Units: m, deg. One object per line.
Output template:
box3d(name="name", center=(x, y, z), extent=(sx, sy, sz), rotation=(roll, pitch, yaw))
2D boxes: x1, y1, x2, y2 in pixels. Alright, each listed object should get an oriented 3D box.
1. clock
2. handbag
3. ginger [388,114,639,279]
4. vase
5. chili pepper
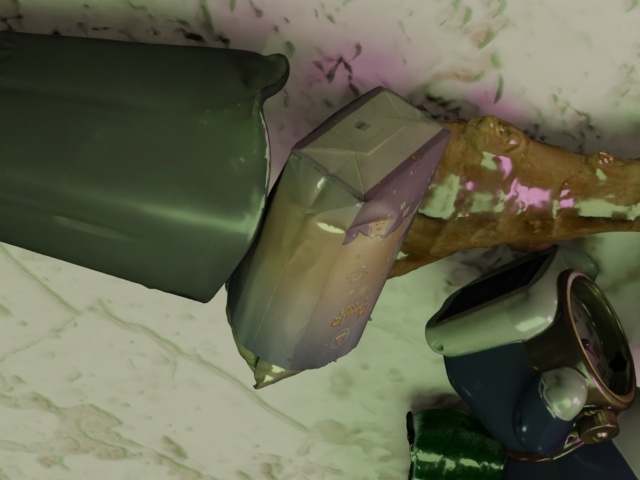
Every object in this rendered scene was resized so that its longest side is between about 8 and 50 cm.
box3d(name="clock", center=(0.180, 0.131, 0.987), extent=(0.146, 0.199, 0.243), rotation=(-24, 99, 22))
box3d(name="handbag", center=(0.000, 0.000, 0.848), extent=(0.095, 0.117, 0.173), rotation=(35, 129, 15))
box3d(name="ginger", center=(0.127, -0.027, 0.922), extent=(0.333, 0.081, 0.148), rotation=(-4, 133, 9))
box3d(name="vase", center=(-0.181, -0.057, 0.865), extent=(0.300, 0.156, 0.251), rotation=(11, 158, -3))
box3d(name="chili pepper", center=(0.202, 0.197, 1.126), extent=(0.270, 0.099, 0.136), rotation=(1, 122, 2))
